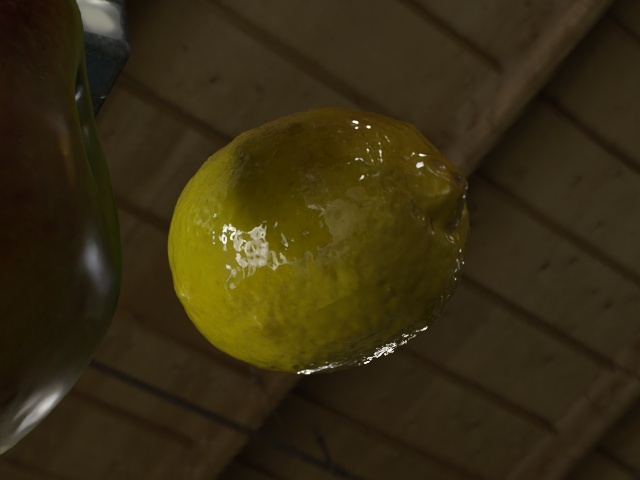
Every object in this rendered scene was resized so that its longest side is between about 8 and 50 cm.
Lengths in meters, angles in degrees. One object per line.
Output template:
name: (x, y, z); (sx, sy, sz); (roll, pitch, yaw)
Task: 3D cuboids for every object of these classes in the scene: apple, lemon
apple: (-0.257, -0.019, 0.756); (0.339, 0.339, 0.340); (-12, -54, -17)
lemon: (0.000, 0.000, 1.291); (0.288, 0.234, 0.233); (-21, -46, 26)

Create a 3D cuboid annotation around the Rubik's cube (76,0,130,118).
Rubik's cube: (-0.287, -0.158, 1.066); (0.236, 0.238, 0.237); (13, -46, -29)
